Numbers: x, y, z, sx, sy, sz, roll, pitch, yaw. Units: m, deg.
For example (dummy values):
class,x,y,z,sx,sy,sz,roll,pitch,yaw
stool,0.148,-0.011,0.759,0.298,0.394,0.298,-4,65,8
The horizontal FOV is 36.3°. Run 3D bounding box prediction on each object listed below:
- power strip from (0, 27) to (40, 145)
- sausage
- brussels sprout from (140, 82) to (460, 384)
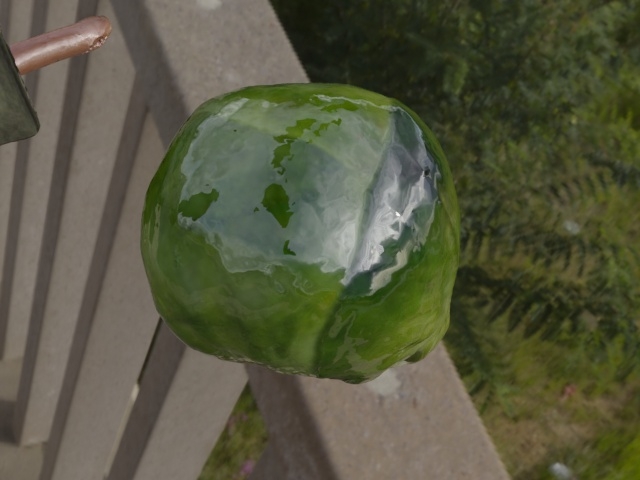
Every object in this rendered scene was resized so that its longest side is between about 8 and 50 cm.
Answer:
class,x,y,z,sx,sy,sz,roll,pitch,yaw
power strip,-0.427,-0.177,0.940,0.251,0.257,0.092,-11,50,-3
sausage,-0.324,-0.226,1.157,0.186,0.043,0.043,-30,69,-33
brussels sprout,0.000,0.000,0.730,0.210,0.271,0.219,-2,59,31
